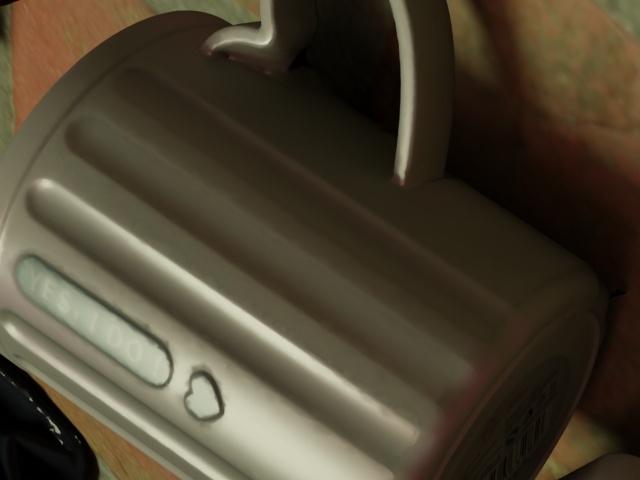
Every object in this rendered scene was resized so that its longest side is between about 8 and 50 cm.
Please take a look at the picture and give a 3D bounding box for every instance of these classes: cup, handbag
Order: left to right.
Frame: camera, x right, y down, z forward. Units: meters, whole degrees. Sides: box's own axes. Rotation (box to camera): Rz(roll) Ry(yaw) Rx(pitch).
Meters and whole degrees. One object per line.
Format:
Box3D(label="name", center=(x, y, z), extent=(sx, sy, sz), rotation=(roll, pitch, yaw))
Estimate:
Box3D(label="handbag", center=(-0.328, 0.195, 1.182), extent=(0.269, 0.118, 0.326), rotation=(43, 146, 18))
Box3D(label="cup", center=(-0.010, 0.011, 0.499), extent=(0.202, 0.167, 0.221), rotation=(33, 149, 25))

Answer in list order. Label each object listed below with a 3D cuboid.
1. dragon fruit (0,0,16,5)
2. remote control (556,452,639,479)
Box3D(label="dragon fruit", center=(-0.155, -0.185, 0.564), extent=(0.122, 0.092, 0.192), rotation=(34, 145, 29))
Box3D(label="remote control", center=(0.108, 0.161, 0.593), extent=(0.103, 0.034, 0.250), rotation=(33, 149, -4))
